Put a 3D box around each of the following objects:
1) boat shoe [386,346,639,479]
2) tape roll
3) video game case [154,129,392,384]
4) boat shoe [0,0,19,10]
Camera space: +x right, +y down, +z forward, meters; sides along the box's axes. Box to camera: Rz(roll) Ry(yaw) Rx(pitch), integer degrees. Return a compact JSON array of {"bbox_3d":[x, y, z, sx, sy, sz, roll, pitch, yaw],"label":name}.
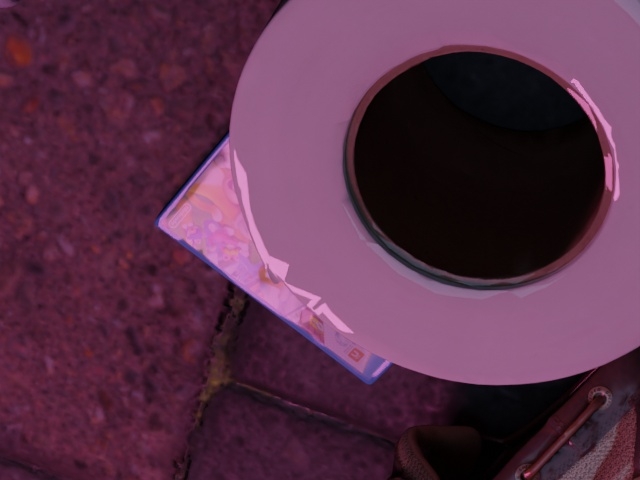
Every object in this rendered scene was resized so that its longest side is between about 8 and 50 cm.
[{"bbox_3d":[0.087,0.162,1.161,0.342,0.123,0.123,-35,94,28],"label":"boat shoe"},{"bbox_3d":[0.091,-0.073,0.979,0.246,0.169,0.246,7,122,11],"label":"tape roll"},{"bbox_3d":[0.000,0.000,1.139,0.166,0.015,0.119,37,122,-9],"label":"video game case"},{"bbox_3d":[-0.216,-0.260,0.987,0.103,0.118,0.320,5,125,5],"label":"boat shoe"}]
